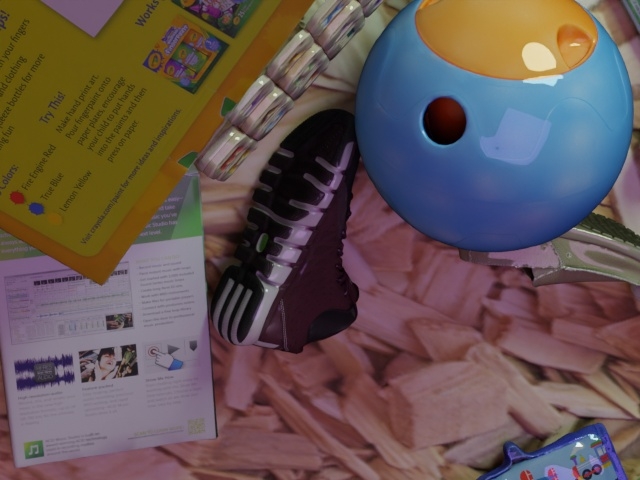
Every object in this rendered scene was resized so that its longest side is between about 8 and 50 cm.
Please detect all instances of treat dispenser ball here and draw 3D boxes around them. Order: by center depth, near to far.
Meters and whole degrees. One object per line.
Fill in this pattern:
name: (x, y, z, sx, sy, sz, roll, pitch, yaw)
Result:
treat dispenser ball: (0.179, -0.131, 1.780, 0.288, 0.288, 0.288, -5, 111, -13)

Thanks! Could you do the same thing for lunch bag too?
lunch bag: (0.288, 0.373, 2.106, 0.221, 0.138, 0.293, -25, 102, -5)

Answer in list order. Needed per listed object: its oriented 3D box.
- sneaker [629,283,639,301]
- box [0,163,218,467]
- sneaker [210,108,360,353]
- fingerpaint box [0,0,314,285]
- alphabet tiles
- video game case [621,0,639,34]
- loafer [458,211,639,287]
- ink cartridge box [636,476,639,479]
sneaker: (0.459, 0.090, 2.061, 0.212, 0.080, 0.094, 9, 119, -19)
box: (-0.237, 0.081, 1.878, 0.232, 0.058, 0.322, -7, 113, -13)
sneaker: (0.000, 0.000, 1.902, 0.162, 0.106, 0.281, 23, 98, -42)
fingerpaint box: (-0.239, -0.229, 1.589, 0.371, 0.163, 0.445, 30, 125, -13)
alphabet tiles: (-0.018, -0.171, 1.726, 0.021, 0.278, 0.284, 41, 92, 3)
video game case: (0.431, -0.290, 1.900, 0.193, 0.023, 0.212, -26, 115, 17)
loafer: (0.271, 0.011, 1.968, 0.268, 0.102, 0.092, 18, 106, -11)
ink cartridge box: (0.491, 0.296, 2.134, 0.209, 0.062, 0.109, -33, 117, -25)
